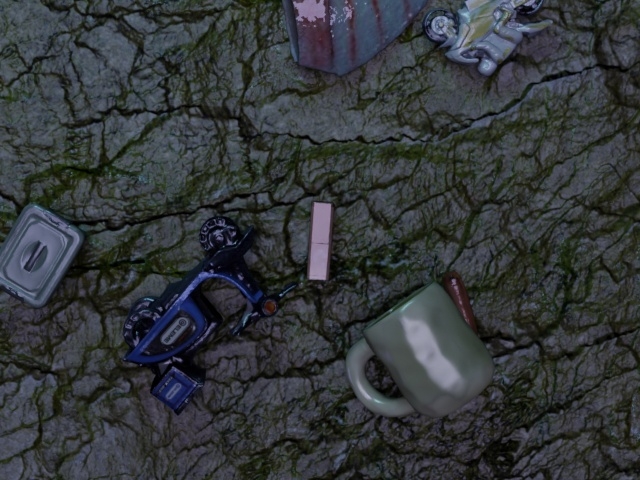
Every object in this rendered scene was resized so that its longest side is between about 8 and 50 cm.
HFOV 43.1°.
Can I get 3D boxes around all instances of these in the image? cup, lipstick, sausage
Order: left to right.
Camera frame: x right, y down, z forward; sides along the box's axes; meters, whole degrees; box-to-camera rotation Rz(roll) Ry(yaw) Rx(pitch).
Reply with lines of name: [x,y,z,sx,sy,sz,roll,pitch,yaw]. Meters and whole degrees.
lipstick: [0.000,0.000,1.509,0.045,0.045,0.145,3,96,-3]
cup: [0.165,0.224,1.463,0.255,0.173,0.202,-35,86,5]
sausage: [0.265,0.144,1.531,0.047,0.040,0.176,-15,98,0]

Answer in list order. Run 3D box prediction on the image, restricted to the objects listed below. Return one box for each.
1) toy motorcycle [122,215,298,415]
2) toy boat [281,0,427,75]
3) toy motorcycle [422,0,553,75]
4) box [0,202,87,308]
toy motorcycle: [-0.211,0.129,1.489,0.213,0.125,0.358,39,96,-13]
toy boat: [0.079,-0.413,1.458,0.282,0.096,0.206,-15,103,-11]
toy motorcycle: [0.303,-0.376,1.458,0.229,0.074,0.151,-17,99,0]
box: [-0.509,0.025,1.482,0.124,0.093,0.172,33,94,-3]
